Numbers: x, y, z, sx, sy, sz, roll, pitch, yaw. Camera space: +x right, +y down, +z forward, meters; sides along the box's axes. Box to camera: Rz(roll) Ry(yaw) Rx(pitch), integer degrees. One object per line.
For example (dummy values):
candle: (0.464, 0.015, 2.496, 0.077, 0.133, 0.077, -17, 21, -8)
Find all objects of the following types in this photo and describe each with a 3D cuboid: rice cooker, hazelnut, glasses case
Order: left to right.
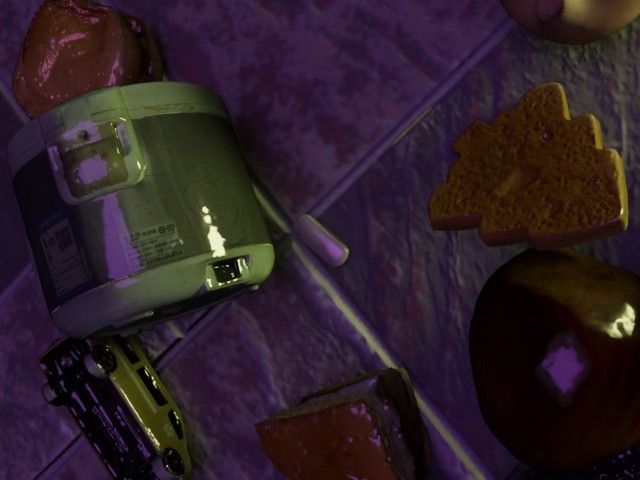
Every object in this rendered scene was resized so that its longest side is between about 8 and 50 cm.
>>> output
rice cooker: (-0.214, -0.039, 0.860, 0.288, 0.288, 0.277, -21, 84, 20)
glasses case: (0.000, 0.000, 0.914, 0.083, 0.021, 0.032, 40, 101, 17)
hazelnut: (0.240, 0.122, 0.713, 0.229, 0.229, 0.230, 0, 90, 21)

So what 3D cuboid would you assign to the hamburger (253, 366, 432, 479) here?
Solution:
hamburger: (0.015, 0.245, 0.848, 0.207, 0.135, 0.155, -16, 82, 23)

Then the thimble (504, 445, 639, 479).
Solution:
thimble: (0.308, 0.278, 0.695, 0.245, 0.217, 0.157, -21, 85, -2)

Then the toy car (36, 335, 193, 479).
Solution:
toy car: (-0.258, 0.229, 0.963, 0.101, 0.124, 0.257, -35, 87, 18)

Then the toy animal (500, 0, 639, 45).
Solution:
toy animal: (0.311, -0.345, 0.699, 0.237, 0.269, 0.326, 47, 137, 16)

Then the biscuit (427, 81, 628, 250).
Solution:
biscuit: (0.228, -0.064, 0.764, 0.212, 0.041, 0.238, -46, 43, -1)

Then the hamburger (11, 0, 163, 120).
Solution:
hamburger: (-0.320, -0.228, 0.995, 0.213, 0.108, 0.214, 0, 89, 20)
